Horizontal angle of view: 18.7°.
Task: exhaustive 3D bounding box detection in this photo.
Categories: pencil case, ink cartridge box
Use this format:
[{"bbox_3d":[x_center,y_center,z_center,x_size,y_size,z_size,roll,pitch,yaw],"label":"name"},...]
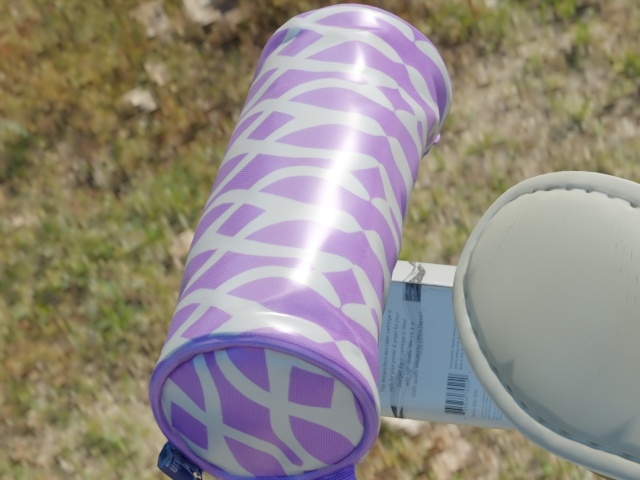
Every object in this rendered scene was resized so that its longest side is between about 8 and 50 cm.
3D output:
[{"bbox_3d":[0.000,0.000,0.726,0.086,0.088,0.206,-32,30,38],"label":"pencil case"},{"bbox_3d":[0.070,0.067,1.309,0.135,0.099,0.056,6,17,6],"label":"ink cartridge box"}]

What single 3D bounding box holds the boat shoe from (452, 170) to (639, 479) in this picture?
[{"bbox_3d":[0.169,0.062,0.789,0.116,0.097,0.324,-62,34,3],"label":"boat shoe"}]
